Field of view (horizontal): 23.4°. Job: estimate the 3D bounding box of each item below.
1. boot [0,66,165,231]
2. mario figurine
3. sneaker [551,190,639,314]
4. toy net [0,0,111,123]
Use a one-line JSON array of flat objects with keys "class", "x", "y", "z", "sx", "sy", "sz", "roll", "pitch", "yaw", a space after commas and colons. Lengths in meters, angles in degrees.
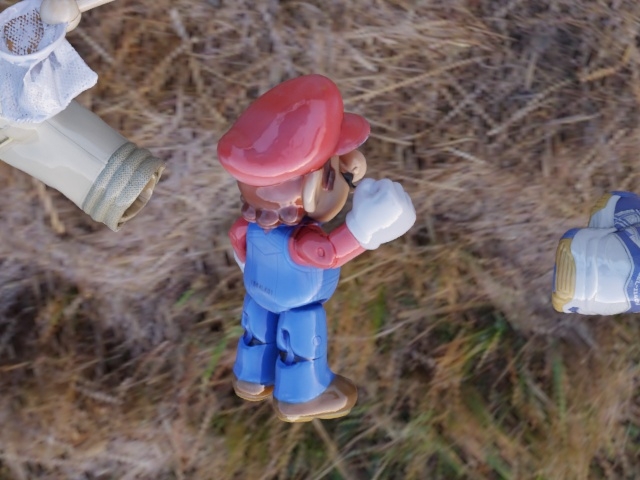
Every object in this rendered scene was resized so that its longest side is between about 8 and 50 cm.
[{"class": "boot", "x": -0.257, "y": -0.091, "z": 1.511, "sx": 0.203, "sy": 0.262, "sz": 0.095, "roll": 34, "pitch": 79, "yaw": -8}, {"class": "mario figurine", "x": 0.000, "y": 0.000, "z": 1.458, "sx": 0.198, "sy": 0.170, "sz": 0.321, "roll": 7, "pitch": 111, "yaw": 13}, {"class": "sneaker", "x": 0.341, "y": 0.024, "z": 1.654, "sx": 0.131, "sy": 0.296, "sz": 0.112, "roll": 7, "pitch": 108, "yaw": 21}, {"class": "toy net", "x": -0.182, "y": -0.196, "z": 1.067, "sx": 0.122, "sy": 0.045, "sz": 0.232, "roll": 23, "pitch": 86, "yaw": 3}]
